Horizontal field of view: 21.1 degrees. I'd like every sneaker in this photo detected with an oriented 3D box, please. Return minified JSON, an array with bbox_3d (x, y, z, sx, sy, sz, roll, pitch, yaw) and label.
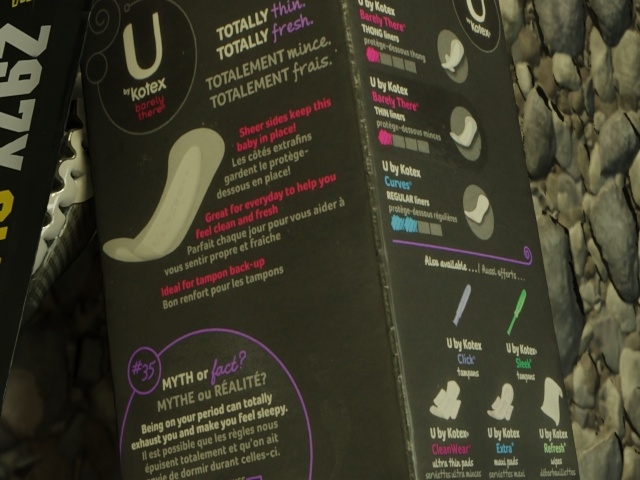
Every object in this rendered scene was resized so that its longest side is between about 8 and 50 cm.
[{"bbox_3d":[-0.112,-0.040,0.882,0.106,0.078,0.234,42,53,-37],"label":"sneaker"}]

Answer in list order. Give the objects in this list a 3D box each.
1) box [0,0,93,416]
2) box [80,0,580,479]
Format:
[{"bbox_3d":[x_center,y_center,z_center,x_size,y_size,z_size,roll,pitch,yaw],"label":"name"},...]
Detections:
[{"bbox_3d":[-0.213,-0.026,0.640,0.257,0.079,0.322,-17,129,-52],"label":"box"},{"bbox_3d":[0.000,0.000,0.808,0.143,0.165,0.270,9,69,-52],"label":"box"}]
